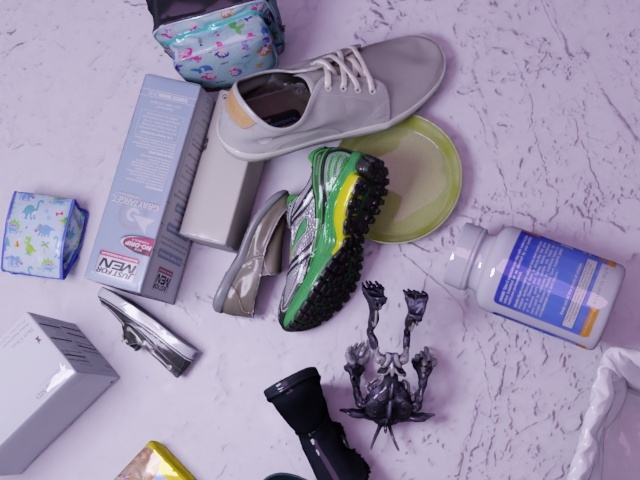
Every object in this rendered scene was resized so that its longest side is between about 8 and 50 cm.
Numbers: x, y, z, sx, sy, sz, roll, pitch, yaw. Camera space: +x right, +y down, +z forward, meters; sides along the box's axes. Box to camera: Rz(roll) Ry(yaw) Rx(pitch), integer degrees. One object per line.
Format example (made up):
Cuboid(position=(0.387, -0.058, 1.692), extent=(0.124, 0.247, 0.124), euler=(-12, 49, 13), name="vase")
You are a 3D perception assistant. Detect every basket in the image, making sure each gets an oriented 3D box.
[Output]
Cuboid(position=(0.541, 0.362, 1.532), extent=(0.328, 0.266, 0.331), euler=(16, 84, 13), name="basket")

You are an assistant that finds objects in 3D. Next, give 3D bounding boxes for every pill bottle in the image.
Cuboid(position=(0.350, 0.066, 1.681), extent=(0.272, 0.152, 0.152), euler=(22, 85, 14), name="pill bottle")

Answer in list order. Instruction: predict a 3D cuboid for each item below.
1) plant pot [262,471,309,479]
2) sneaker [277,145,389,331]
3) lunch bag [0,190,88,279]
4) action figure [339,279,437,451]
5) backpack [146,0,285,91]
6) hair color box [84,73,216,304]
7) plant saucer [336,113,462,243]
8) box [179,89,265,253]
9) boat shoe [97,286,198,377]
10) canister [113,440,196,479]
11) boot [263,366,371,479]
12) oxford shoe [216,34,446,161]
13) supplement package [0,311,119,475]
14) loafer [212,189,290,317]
Cuboid(position=(-0.058, 0.549, 1.621), extent=(0.196, 0.293, 0.293), euler=(-44, 74, 18), name="plant pot")
Cuboid(position=(0.000, 0.000, 1.768), extent=(0.146, 0.134, 0.344), euler=(26, 100, 33), name="sneaker")
Cuboid(position=(-0.518, -0.004, 1.892), extent=(0.128, 0.096, 0.151), euler=(7, 72, 12), name="lunch bag")
Cuboid(position=(0.120, 0.210, 1.713), extent=(0.164, 0.141, 0.276), euler=(6, 107, 4), name="action figure")
Cuboid(position=(-0.175, -0.377, 1.814), extent=(0.225, 0.253, 0.191), euler=(-15, 81, 4), name="backpack")
Cuboid(position=(-0.288, -0.086, 1.815), extent=(0.113, 0.185, 0.375), euler=(13, 83, 13), name="hair color box")
Cuboid(position=(0.134, -0.109, 1.814), extent=(0.240, 0.037, 0.241), euler=(-2, 79, 10), name="plant saucer")
Cuboid(position=(-0.164, -0.123, 1.838), extent=(0.094, 0.113, 0.275), euler=(14, 81, 12), name="box")
Cuboid(position=(-0.327, 0.165, 1.833), extent=(0.219, 0.078, 0.070), euler=(35, 87, 13), name="boat shoe")
Cuboid(position=(-0.314, 0.453, 1.781), extent=(0.126, 0.073, 0.170), euler=(42, 88, 15), name="canister")
Cuboid(position=(0.002, 0.323, 1.657), extent=(0.094, 0.246, 0.207), euler=(-28, 73, -2), name="boot")
Cuboid(position=(0.032, -0.264, 1.752), extent=(0.449, 0.130, 0.169), euler=(-22, 63, -19), name="oxford shoe")
Cuboid(position=(-0.524, 0.276, 1.786), extent=(0.262, 0.204, 0.145), euler=(-45, 76, 0), name="supplement package")
Cuboid(position=(-0.103, 0.029, 1.817), extent=(0.087, 0.094, 0.251), euler=(27, 90, 3), name="loafer")
